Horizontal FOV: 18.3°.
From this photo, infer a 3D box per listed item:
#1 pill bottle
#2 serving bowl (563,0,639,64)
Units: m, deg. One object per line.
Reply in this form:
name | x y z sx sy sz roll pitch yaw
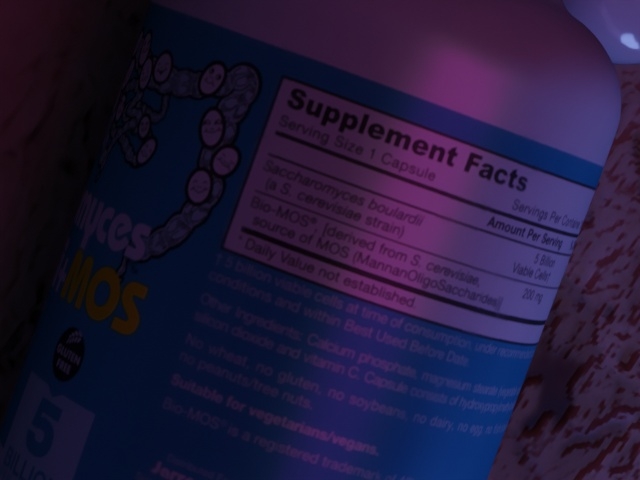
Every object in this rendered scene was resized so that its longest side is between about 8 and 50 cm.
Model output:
pill bottle | 0.000 0.000 0.604 0.146 0.146 0.264 17 95 -37
serving bowl | 0.122 -0.103 0.728 0.083 0.027 0.083 -11 110 -31
